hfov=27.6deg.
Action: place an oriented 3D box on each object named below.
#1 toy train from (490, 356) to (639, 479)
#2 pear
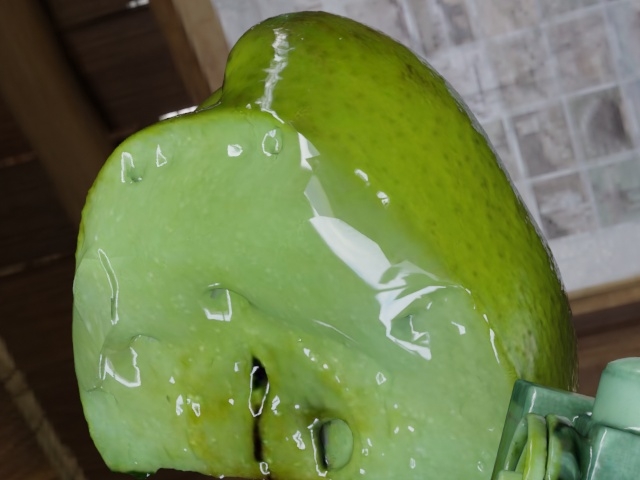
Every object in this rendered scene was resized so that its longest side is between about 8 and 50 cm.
[{"bbox_3d":[0.135,0.191,0.638,0.188,0.159,0.272,35,-111,-86],"label":"toy train"},{"bbox_3d":[0.000,0.000,0.888,0.238,0.342,0.318,-47,-48,-54],"label":"pear"}]
